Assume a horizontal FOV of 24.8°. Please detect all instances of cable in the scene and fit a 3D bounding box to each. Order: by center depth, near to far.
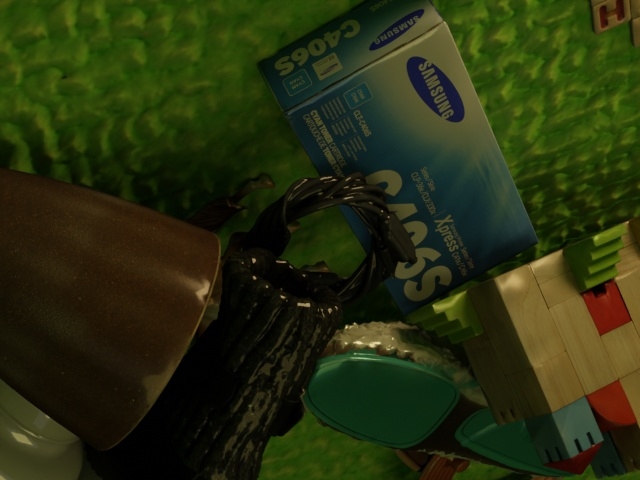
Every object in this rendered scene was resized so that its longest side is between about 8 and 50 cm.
[{"bbox_3d":[0.000,0.000,1.358,0.150,0.047,0.184,-21,143,16],"label":"cable"}]

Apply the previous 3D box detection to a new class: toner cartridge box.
[{"bbox_3d":[0.085,-0.077,1.397,0.165,0.075,0.348,-30,139,3],"label":"toner cartridge box"}]

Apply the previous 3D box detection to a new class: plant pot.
[{"bbox_3d":[-0.239,0.033,1.244,0.230,0.215,0.215,31,116,-18],"label":"plant pot"}]

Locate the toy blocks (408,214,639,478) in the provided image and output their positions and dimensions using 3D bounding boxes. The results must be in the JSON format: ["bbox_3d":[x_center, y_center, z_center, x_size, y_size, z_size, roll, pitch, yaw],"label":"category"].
[{"bbox_3d":[0.311,0.125,1.532,0.381,0.261,0.190,-20,176,-32],"label":"toy blocks"}]

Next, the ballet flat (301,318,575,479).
[{"bbox_3d":[0.131,0.163,1.590,0.408,0.147,0.147,22,120,-31],"label":"ballet flat"}]

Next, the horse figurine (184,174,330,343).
[{"bbox_3d":[-0.086,0.041,1.436,0.174,0.066,0.263,-33,140,-2],"label":"horse figurine"}]

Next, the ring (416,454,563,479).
[{"bbox_3d":[0.250,0.276,1.832,0.336,0.032,0.337,-26,143,-22],"label":"ring"}]

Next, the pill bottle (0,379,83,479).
[{"bbox_3d":[-0.354,0.228,1.394,0.323,0.181,0.181,-45,137,19],"label":"pill bottle"}]

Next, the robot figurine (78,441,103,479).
[{"bbox_3d":[-0.283,0.340,1.548,0.173,0.209,0.278,25,121,-30],"label":"robot figurine"}]

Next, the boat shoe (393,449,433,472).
[{"bbox_3d":[0.099,0.205,1.699,0.073,0.073,0.207,-33,139,9],"label":"boat shoe"}]

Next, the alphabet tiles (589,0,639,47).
[{"bbox_3d":[0.361,-0.286,1.382,0.237,0.009,0.198,-25,140,-4],"label":"alphabet tiles"}]

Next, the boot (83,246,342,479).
[{"bbox_3d":[-0.100,0.124,1.343,0.131,0.348,0.260,17,96,-24],"label":"boot"}]
